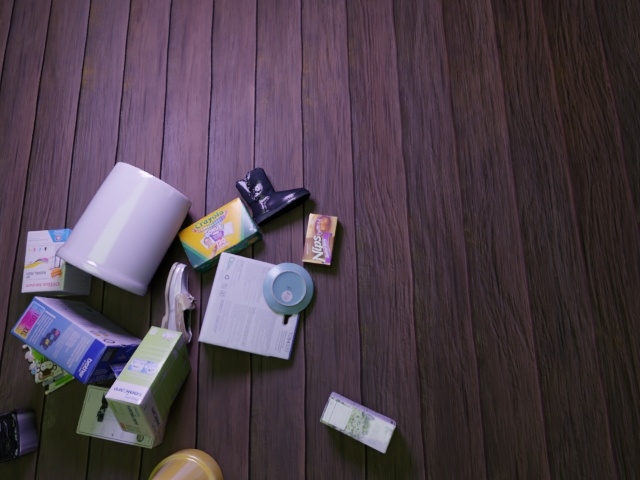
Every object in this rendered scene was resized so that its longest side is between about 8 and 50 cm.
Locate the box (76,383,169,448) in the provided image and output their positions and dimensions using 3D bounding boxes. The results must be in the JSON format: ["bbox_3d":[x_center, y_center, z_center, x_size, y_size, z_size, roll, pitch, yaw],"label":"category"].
[{"bbox_3d":[-0.697,0.620,1.580,0.289,0.087,0.169,6,78,8],"label":"box"}]

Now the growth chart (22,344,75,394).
[{"bbox_3d":[-1.033,0.462,1.690,0.171,0.021,0.237,-35,74,-3],"label":"growth chart"}]

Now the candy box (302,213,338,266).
[{"bbox_3d":[0.000,0.000,1.663,0.109,0.053,0.187,8,77,8],"label":"candy box"}]

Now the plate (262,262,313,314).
[{"bbox_3d":[-0.115,0.173,1.600,0.187,0.024,0.189,2,80,-13],"label":"plate"}]

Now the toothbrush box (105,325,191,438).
[{"bbox_3d":[-0.558,0.466,1.475,0.122,0.206,0.283,8,40,8],"label":"toothbrush box"}]

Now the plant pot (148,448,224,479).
[{"bbox_3d":[-0.467,0.833,1.426,0.253,0.239,0.254,-1,78,6],"label":"plant pot"}]

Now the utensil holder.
[{"bbox_3d":[-0.699,-0.043,1.613,0.327,0.328,0.386,23,79,11],"label":"utensil holder"}]

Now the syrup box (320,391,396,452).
[{"bbox_3d":[0.126,0.606,1.483,0.236,0.096,0.093,22,82,11],"label":"syrup box"}]

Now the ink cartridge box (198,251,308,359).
[{"bbox_3d":[-0.240,0.240,1.610,0.329,0.071,0.325,15,78,-10],"label":"ink cartridge box"}]

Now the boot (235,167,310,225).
[{"bbox_3d":[-0.188,-0.199,1.708,0.246,0.094,0.207,-29,79,5],"label":"boot"}]

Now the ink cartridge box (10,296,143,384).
[{"bbox_3d":[-0.811,0.362,1.559,0.395,0.270,0.151,26,83,12],"label":"ink cartridge box"}]

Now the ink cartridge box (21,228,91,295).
[{"bbox_3d":[-0.998,0.092,1.696,0.171,0.168,0.233,-4,77,5],"label":"ink cartridge box"}]

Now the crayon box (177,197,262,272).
[{"bbox_3d":[-0.382,-0.019,1.690,0.278,0.081,0.166,-31,70,-1],"label":"crayon box"}]

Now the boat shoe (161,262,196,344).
[{"bbox_3d":[-0.514,0.236,1.643,0.103,0.113,0.303,5,88,6],"label":"boat shoe"}]

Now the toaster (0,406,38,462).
[{"bbox_3d":[-1.128,0.704,1.597,0.185,0.110,0.168,-17,76,3],"label":"toaster"}]
